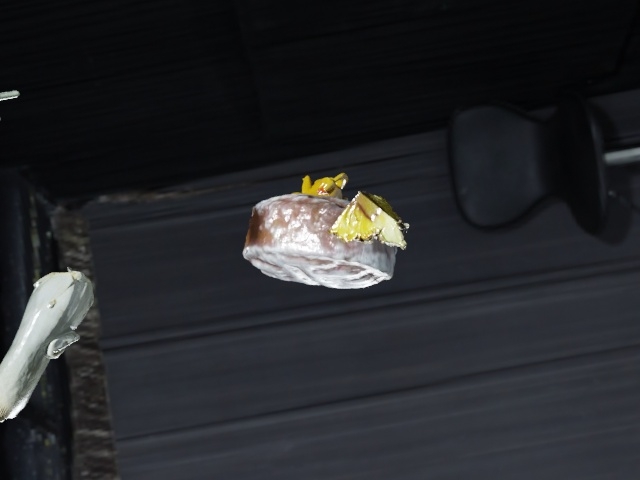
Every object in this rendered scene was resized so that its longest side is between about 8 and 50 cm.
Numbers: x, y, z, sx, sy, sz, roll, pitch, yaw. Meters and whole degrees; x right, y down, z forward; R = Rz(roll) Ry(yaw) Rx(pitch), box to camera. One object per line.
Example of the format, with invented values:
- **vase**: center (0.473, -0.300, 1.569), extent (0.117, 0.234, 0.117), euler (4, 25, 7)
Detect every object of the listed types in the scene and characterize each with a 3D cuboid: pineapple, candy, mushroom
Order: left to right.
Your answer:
- **mushroom**: center (-0.461, 0.169, 1.525), extent (0.278, 0.099, 0.096), euler (-60, 25, -2)
- **candy**: center (0.000, 0.000, 1.683), extent (0.214, 0.290, 0.157), euler (24, -107, -56)
- **pineapple**: center (0.082, -0.029, 1.333), extent (0.114, 0.114, 0.077), euler (31, 131, 30)

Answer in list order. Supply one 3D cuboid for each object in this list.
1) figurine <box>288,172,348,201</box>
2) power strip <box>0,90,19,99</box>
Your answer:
- **figurine**: center (-0.010, -0.092, 2.008), extent (0.121, 0.176, 0.122), euler (55, 143, 10)
- **power strip**: center (-0.505, -0.190, 1.339), extent (0.075, 0.175, 0.042), euler (35, 128, 28)
